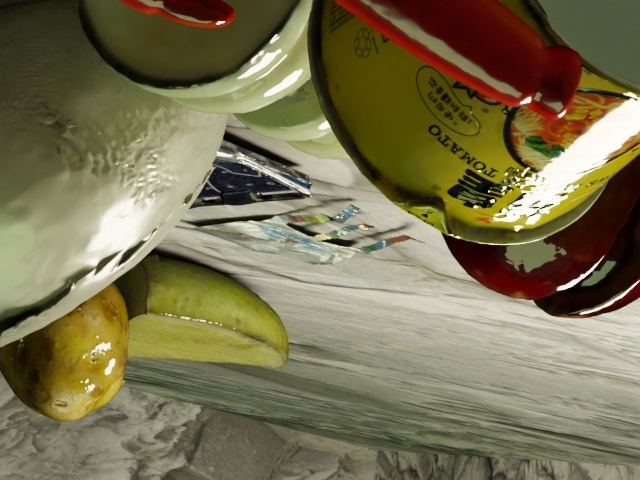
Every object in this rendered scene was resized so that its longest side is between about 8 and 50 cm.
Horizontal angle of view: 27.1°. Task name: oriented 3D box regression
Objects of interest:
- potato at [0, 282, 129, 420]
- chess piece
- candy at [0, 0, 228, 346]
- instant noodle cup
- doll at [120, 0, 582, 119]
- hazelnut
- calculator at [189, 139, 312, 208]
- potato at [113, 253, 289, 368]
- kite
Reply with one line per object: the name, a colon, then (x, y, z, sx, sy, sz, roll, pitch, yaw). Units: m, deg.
potato: (-0.361, 0.090, 1.657, 0.369, 0.176, 0.195, 30, 162, 41)
chess piece: (-0.024, -0.112, 0.772, 0.133, 0.133, 0.243, 5, 170, 23)
candy: (-0.183, -0.062, 0.868, 0.185, 0.295, 0.295, 51, 153, -14)
instant noodle cup: (0.105, -0.104, 0.610, 0.182, 0.182, 0.144, 16, 157, -20)
doll: (-0.061, -0.177, 0.461, 0.384, 0.188, 0.099, 22, -159, -7)
hazelnut: (0.164, -0.043, 0.847, 0.204, 0.178, 0.178, 14, 167, -35)
calculator: (-0.149, -0.066, 1.249, 0.165, 0.028, 0.274, 23, 162, -41)
potato: (-0.160, 0.100, 1.763, 0.255, 0.112, 0.269, 14, 159, -26)
kite: (0.000, -0.002, 1.432, 0.169, 0.015, 0.310, 20, 166, -33)
